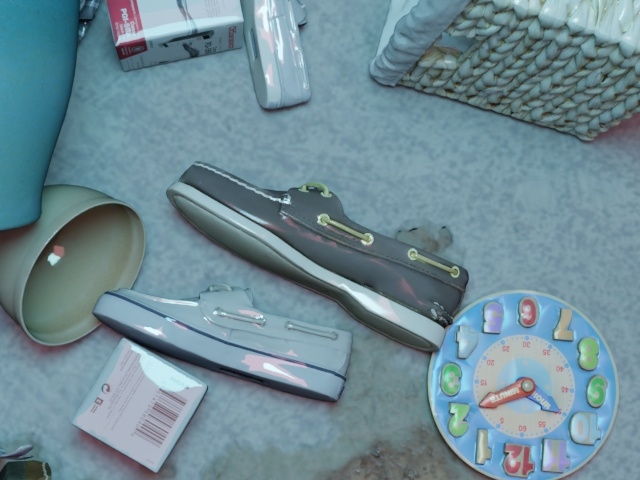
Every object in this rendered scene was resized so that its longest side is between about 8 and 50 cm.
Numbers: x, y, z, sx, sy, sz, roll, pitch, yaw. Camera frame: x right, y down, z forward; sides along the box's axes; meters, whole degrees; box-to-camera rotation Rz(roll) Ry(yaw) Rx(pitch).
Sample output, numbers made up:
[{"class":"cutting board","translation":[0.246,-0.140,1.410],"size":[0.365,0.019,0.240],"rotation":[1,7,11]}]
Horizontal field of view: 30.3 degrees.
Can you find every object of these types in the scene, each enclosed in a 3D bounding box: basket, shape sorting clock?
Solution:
[{"class":"basket","translation":[0.236,-0.308,1.172],"size":[0.266,0.328,0.331],"rotation":[17,81,-7]},{"class":"shape sorting clock","translation":[0.215,0.154,1.249],"size":[0.206,0.040,0.206],"rotation":[1,83,-5]}]

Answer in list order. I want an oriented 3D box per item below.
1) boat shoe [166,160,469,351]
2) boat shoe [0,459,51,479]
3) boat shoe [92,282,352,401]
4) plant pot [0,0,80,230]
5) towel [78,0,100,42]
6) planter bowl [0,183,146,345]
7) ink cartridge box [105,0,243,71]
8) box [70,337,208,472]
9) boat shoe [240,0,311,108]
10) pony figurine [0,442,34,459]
[{"class":"boat shoe","translation":[0.000,0.000,1.218],"size":[0.324,0.116,0.096],"rotation":[29,77,-4]},{"class":"boat shoe","translation":[-0.279,0.371,1.137],"size":[0.120,0.122,0.324],"rotation":[6,100,-17]},{"class":"boat shoe","translation":[-0.094,0.087,1.206],"size":[0.268,0.096,0.088],"rotation":[18,75,-5]},{"class":"plant pot","translation":[-0.338,-0.139,1.034],"size":[0.272,0.271,0.255],"rotation":[0,99,-5]},{"class":"towel","translation":[-0.333,-0.341,1.234],"size":[0.284,0.121,0.235],"rotation":[27,80,1]},{"class":"planter bowl","translation":[-0.271,0.010,1.183],"size":[0.109,0.162,0.162],"rotation":[30,80,27]},{"class":"ink cartridge box","translation":[-0.150,-0.228,1.239],"size":[0.135,0.099,0.056],"rotation":[-12,84,-5]},{"class":"box","translation":[-0.180,0.165,1.192],"size":[0.102,0.087,0.101],"rotation":[30,81,1]},{"class":"boat shoe","translation":[-0.045,-0.234,1.270],"size":[0.063,0.066,0.184],"rotation":[-7,81,-20]},{"class":"pony figurine","translation":[-0.480,0.117,1.087],"size":[0.351,0.302,0.363],"rotation":[34,62,26]}]
